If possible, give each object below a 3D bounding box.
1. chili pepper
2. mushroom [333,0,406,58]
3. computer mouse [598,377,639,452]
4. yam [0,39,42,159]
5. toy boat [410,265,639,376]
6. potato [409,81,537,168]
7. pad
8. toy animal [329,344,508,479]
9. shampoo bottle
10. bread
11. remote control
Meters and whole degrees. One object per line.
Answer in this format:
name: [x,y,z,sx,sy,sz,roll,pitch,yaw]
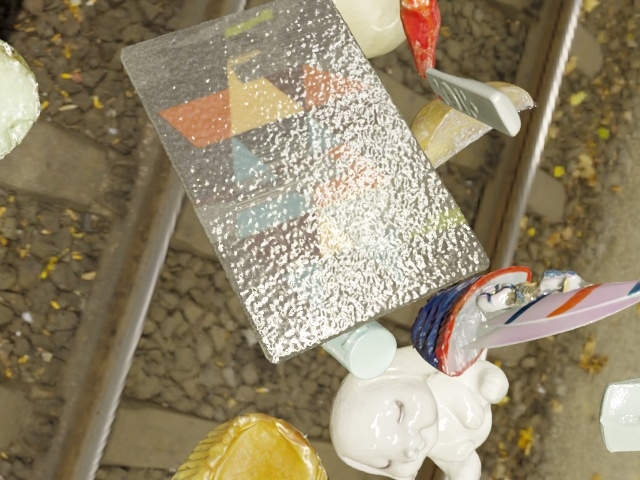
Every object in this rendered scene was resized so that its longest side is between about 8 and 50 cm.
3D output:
chili pepper: [0.136,-0.292,1.190,0.050,0.059,0.191,-28,140,-12]
mushroom: [0.043,-0.438,1.379,0.315,0.356,0.315,0,91,-15]
computer mouse: [0.592,0.302,1.555,0.231,0.079,0.127,-8,98,-20]
yam: [-0.447,-0.156,1.037,0.168,0.304,0.168,-3,95,-35]
toy boat: [0.220,0.084,0.930,0.219,0.318,0.072,-28,103,-23]
potato: [0.223,-0.219,1.475,0.261,0.120,0.100,-35,137,-14]
pad: [-0.012,-0.049,0.507,0.143,0.003,0.211,-23,70,-19]
toy animal: [0.132,0.282,1.400,0.265,0.206,0.271,0,111,-34]
shampoo bottle: [-0.010,0.037,0.619,0.041,0.191,0.069,-24,121,-19]
bread: [-0.111,0.394,1.336,0.227,0.142,0.253,42,41,1]
remote control: [0.161,-0.152,0.941,0.027,0.184,0.050,-35,115,-2]
